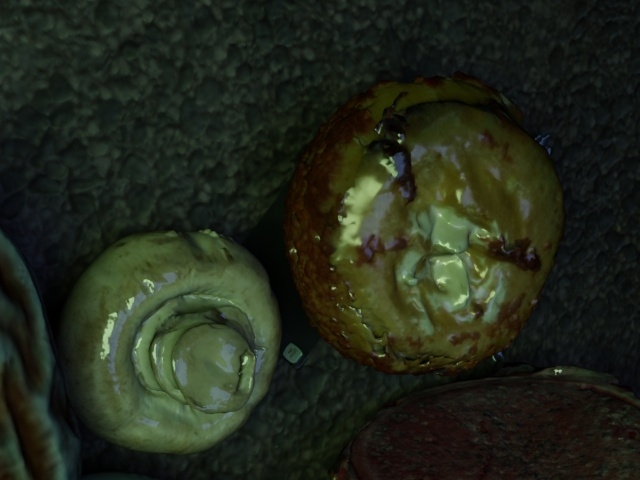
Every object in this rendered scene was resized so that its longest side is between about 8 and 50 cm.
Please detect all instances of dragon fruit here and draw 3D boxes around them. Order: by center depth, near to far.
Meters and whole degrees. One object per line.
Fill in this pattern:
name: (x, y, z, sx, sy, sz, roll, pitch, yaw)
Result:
dragon fruit: (0.176, 0.278, 0.841, 0.314, 0.296, 0.262, -12, 108, -23)

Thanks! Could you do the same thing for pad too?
pad: (0.000, 0.000, 0.841, 0.116, 0.004, 0.193, 44, 74, -31)

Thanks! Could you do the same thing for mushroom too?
mushroom: (-0.101, 0.070, 0.714, 0.166, 0.127, 0.166, -2, 94, -38)

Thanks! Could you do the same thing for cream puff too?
cream puff: (0.075, -0.014, 0.793, 0.240, 0.164, 0.240, -7, 110, -20)

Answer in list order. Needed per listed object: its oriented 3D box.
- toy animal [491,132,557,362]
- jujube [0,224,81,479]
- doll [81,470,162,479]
toy animal: (0.171, 0.004, 0.933, 0.108, 0.062, 0.220, 9, 92, -53)
jujube: (-0.246, 0.097, 0.547, 0.215, 0.246, 0.308, -13, 125, 0)
doll: (-0.104, 0.276, 0.735, 0.258, 0.153, 0.194, 19, 83, -26)
